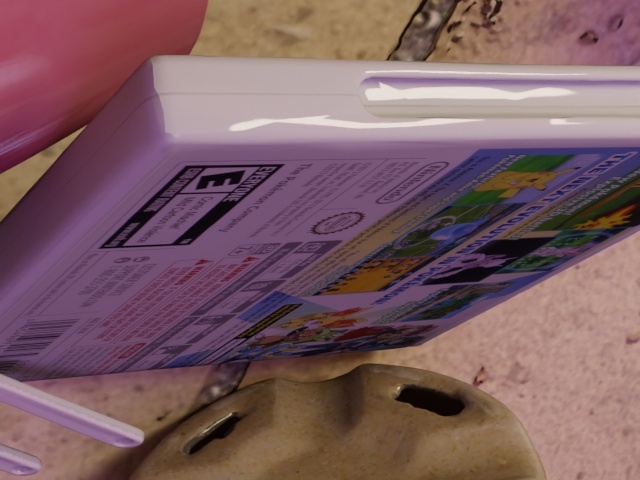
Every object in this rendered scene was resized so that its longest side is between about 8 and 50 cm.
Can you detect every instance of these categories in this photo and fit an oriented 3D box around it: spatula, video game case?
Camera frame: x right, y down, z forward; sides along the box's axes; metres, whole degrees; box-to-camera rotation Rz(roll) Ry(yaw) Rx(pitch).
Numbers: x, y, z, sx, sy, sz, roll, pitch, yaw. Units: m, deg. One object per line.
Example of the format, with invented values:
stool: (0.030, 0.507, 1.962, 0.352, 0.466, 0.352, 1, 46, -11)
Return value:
spatula: (-0.211, 0.076, 0.735, 0.168, 0.019, 0.242, -23, 148, 25)
video game case: (0.000, 0.000, 0.710, 0.300, 0.036, 0.329, -3, 162, -30)

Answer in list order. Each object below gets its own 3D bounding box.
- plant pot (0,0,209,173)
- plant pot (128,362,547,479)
plant pot: (-0.148, -0.100, 0.584, 0.180, 0.201, 0.201, -21, 133, -39)
plant pot: (0.025, 0.250, 0.881, 0.334, 0.334, 0.305, -20, 119, -18)
